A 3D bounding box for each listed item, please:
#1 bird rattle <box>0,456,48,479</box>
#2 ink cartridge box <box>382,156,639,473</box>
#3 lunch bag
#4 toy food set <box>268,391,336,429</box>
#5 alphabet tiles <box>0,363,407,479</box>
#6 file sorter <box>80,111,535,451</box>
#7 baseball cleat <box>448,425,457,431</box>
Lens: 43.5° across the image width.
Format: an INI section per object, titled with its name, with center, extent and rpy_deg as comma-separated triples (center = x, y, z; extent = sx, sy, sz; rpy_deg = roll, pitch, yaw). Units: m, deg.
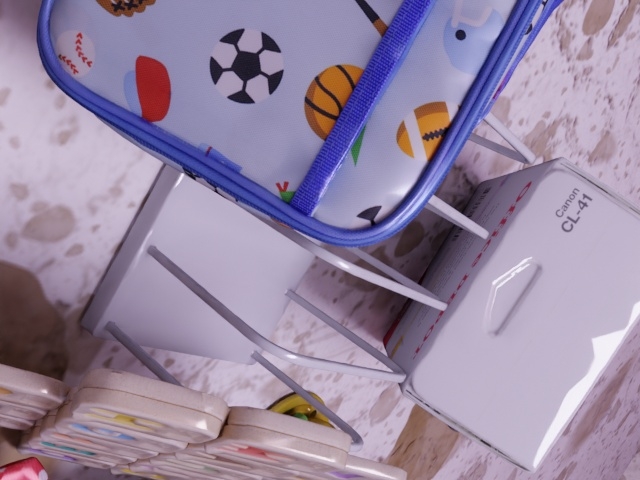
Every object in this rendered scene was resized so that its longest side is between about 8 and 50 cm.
[bird rattle]
center = -0.269, 0.181, 0.456
extent = 0.253, 0.143, 0.207
rpy_deg = -23, 126, -40
[ink cartridge box]
center = 0.173, 0.057, 0.760
extent = 0.226, 0.131, 0.306
rpy_deg = -57, -179, 2
[lunch bag]
center = 0.016, -0.159, 0.433
extent = 0.303, 0.243, 0.115
rpy_deg = -60, 177, 1
[toy food set]
center = -0.054, 0.251, 0.808
extent = 0.218, 0.071, 0.128
rpy_deg = -35, 139, -27
[alphabet tiles]
center = -0.103, 0.128, 0.501
extent = 0.278, 0.284, 0.021
rpy_deg = 20, 65, -20
[file sorter]
center = 0.000, 0.000, 0.600
extent = 0.193, 0.173, 0.278
rpy_deg = 23, 98, -53
[baseball cleat]
center = 0.154, 0.168, 1.009
extent = 0.109, 0.072, 0.206
rpy_deg = -16, 124, -25
